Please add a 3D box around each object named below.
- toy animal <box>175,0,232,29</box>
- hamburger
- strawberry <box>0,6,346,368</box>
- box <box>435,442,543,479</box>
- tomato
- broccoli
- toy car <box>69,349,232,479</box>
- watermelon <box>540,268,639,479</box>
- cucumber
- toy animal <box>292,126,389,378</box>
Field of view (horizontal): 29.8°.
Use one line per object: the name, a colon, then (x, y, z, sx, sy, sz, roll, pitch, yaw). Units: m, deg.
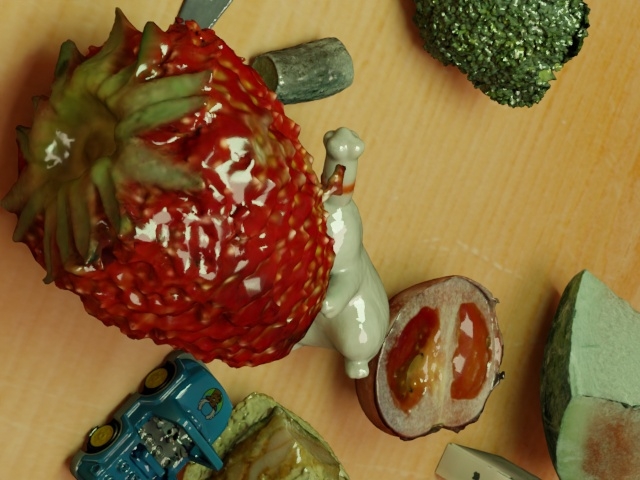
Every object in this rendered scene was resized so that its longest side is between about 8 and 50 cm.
toy animal: (-0.119, -0.301, 1.106, 0.255, 0.176, 0.239, -22, 124, 8)
hamburger: (-0.054, 0.268, 1.382, 0.155, 0.135, 0.207, -36, 155, 13)
strawberry: (-0.103, -0.040, 1.101, 0.343, 0.292, 0.292, 19, 94, -49)
box: (0.249, 0.334, 1.651, 0.130, 0.129, 0.051, 22, 92, -44)
tomato: (0.118, 0.132, 1.467, 0.228, 0.112, 0.199, 3, 97, -44)
broccoli: (0.254, -0.341, 1.345, 0.252, 0.221, 0.361, 46, 65, -49)
toy car: (-0.163, 0.213, 1.259, 0.191, 0.100, 0.097, -48, 128, -22)
watermelon: (0.431, 0.216, 1.646, 0.228, 0.258, 0.387, -77, 155, -57)
cucumber: (-0.021, -0.173, 1.256, 0.112, 0.064, 0.064, -18, 118, -33)
toy animal: (-0.007, 0.014, 1.293, 0.138, 0.140, 0.282, -46, 137, -33)
